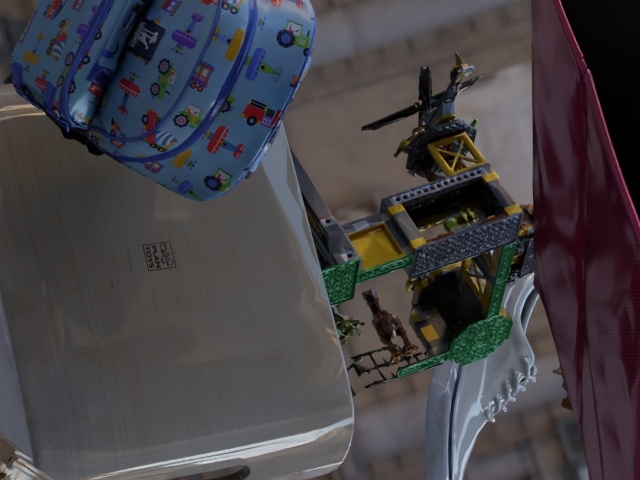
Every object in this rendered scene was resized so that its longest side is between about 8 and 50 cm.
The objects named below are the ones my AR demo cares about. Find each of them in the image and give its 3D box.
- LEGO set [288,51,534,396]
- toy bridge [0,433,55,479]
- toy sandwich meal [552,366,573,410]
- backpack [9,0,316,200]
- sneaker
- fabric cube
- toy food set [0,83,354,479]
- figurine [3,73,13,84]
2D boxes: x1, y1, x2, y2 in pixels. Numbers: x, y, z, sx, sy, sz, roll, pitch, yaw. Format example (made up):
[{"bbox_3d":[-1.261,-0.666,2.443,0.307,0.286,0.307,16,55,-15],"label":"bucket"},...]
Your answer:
[{"bbox_3d":[0.000,0.000,1.509,0.192,0.331,0.255,59,-16,33],"label":"LEGO set"},{"bbox_3d":[-0.121,0.159,1.045,0.063,0.026,0.188,30,-9,41],"label":"toy bridge"},{"bbox_3d":[0.203,0.114,1.374,0.085,0.086,0.029,-177,-75,-85],"label":"toy sandwich meal"},{"bbox_3d":[-0.089,-0.111,1.135,0.117,0.158,0.173,26,6,-36],"label":"backpack"},{"bbox_3d":[0.164,0.128,1.862,0.094,0.091,0.258,59,43,-67],"label":"sneaker"},{"bbox_3d":[0.247,-0.001,0.924,0.259,0.254,0.258,-99,-178,-46],"label":"fabric cube"},{"bbox_3d":[-0.119,0.026,1.266,0.092,0.220,0.306,-43,-122,60],"label":"toy food set"},{"bbox_3d":[-0.311,-0.126,1.921,0.209,0.215,0.092,31,-80,50],"label":"figurine"}]
